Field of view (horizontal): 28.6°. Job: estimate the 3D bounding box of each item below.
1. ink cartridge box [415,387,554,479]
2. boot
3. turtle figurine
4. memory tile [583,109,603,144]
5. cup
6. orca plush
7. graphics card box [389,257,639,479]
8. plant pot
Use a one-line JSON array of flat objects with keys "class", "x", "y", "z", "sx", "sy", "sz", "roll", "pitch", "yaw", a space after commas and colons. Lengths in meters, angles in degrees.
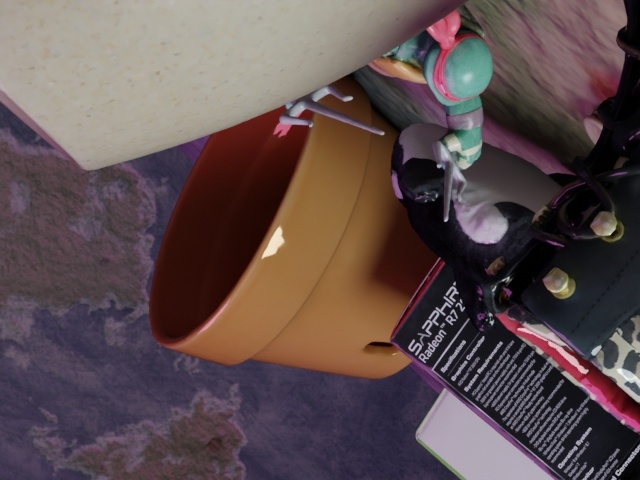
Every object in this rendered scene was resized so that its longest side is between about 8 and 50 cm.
[{"class": "ink cartridge box", "x": 0.252, "y": 0.201, "z": 1.219, "sx": 0.198, "sy": 0.114, "sz": 0.273, "roll": 38, "pitch": -163, "yaw": 30}, {"class": "boot", "x": 0.112, "y": -0.052, "z": 0.425, "sx": 0.236, "sy": 0.178, "sz": 0.085, "roll": 43, "pitch": 174, "yaw": -23}, {"class": "turtle figurine", "x": 0.042, "y": -0.108, "z": 0.750, "sx": 0.175, "sy": 0.118, "sz": 0.234, "roll": 27, "pitch": -168, "yaw": -33}, {"class": "memory tile", "x": 0.209, "y": -0.020, "z": 0.712, "sx": 0.148, "sy": 0.012, "sz": 0.113, "roll": 52, "pitch": 177, "yaw": 0}, {"class": "cup", "x": -0.083, "y": -0.171, "z": 0.528, "sx": 0.331, "sy": 0.237, "sz": 0.331, "roll": 41, "pitch": 173, "yaw": 6}, {"class": "orca plush", "x": 0.139, "y": 0.016, "z": 0.830, "sx": 0.287, "sy": 0.102, "sz": 0.151, "roll": 28, "pitch": -154, "yaw": 36}, {"class": "graphics card box", "x": 0.252, "y": 0.145, "z": 0.998, "sx": 0.371, "sy": 0.094, "sz": 0.233, "roll": 38, "pitch": -163, "yaw": 17}, {"class": "plant pot", "x": 0.000, "y": 0.000, "z": 1.147, "sx": 0.203, "sy": 0.291, "sz": 0.291, "roll": 27, "pitch": 180, "yaw": -22}]
